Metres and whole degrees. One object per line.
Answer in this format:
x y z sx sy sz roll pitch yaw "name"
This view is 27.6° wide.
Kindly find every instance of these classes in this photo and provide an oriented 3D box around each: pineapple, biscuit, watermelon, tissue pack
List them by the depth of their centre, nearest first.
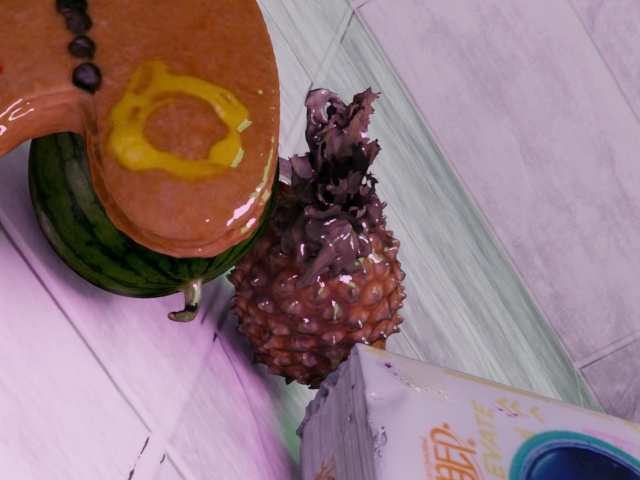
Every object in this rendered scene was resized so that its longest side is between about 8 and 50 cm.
-0.165 -0.107 0.860 0.052 0.277 0.262 101 -13 -54 "biscuit"
-0.119 -0.041 0.973 0.214 0.188 0.188 66 15 9 "watermelon"
0.184 0.270 1.112 0.388 0.162 0.287 17 37 -19 "tissue pack"
0.000 0.000 1.121 0.361 0.175 0.175 93 -20 -57 "pineapple"

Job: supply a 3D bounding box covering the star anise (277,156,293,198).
-0.099 -0.105 1.329 0.227 0.219 0.148 -67 169 -55 "star anise"
